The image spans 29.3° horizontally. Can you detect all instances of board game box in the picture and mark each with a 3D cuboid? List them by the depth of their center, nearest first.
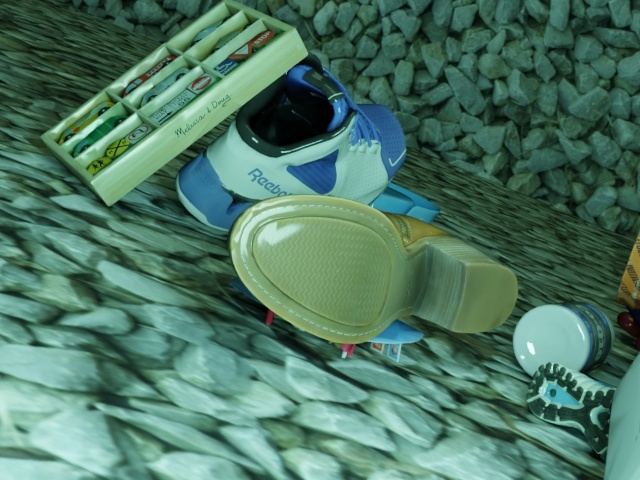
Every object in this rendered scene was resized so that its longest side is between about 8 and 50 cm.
[{"bbox_3d":[0.000,0.071,1.030,0.133,0.033,0.169,6,12,-40],"label":"board game box"}]

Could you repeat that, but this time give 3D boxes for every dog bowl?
[{"bbox_3d":[0.022,-0.051,1.591,0.297,0.074,0.166,12,14,-41],"label":"dog bowl"}]

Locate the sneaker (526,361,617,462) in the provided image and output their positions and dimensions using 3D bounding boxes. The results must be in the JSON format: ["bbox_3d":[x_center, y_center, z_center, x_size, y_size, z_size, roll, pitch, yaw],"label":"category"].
[{"bbox_3d":[0.255,0.152,1.042,0.073,0.063,0.162,17,11,-40],"label":"sneaker"}]

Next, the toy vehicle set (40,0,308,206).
[{"bbox_3d":[-0.159,-0.154,1.305,0.166,0.267,0.035,34,-21,53],"label":"toy vehicle set"}]

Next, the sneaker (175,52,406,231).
[{"bbox_3d":[0.005,-0.116,1.365,0.316,0.182,0.127,-17,67,-44],"label":"sneaker"}]

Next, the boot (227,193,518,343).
[{"bbox_3d":[0.000,0.000,1.013,0.283,0.109,0.220,5,12,-37],"label":"boot"}]

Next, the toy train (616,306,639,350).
[{"bbox_3d":[0.484,0.136,1.548,0.143,0.105,0.248,37,12,-13],"label":"toy train"}]

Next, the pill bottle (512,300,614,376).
[{"bbox_3d":[0.254,0.101,1.255,0.078,0.078,0.137,26,11,24],"label":"pill bottle"}]

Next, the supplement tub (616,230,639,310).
[{"bbox_3d":[0.505,0.056,1.356,0.316,0.193,0.193,21,10,16],"label":"supplement tub"}]

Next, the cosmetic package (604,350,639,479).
[{"bbox_3d":[0.440,0.161,0.793,0.453,0.230,0.161,21,39,3],"label":"cosmetic package"}]
